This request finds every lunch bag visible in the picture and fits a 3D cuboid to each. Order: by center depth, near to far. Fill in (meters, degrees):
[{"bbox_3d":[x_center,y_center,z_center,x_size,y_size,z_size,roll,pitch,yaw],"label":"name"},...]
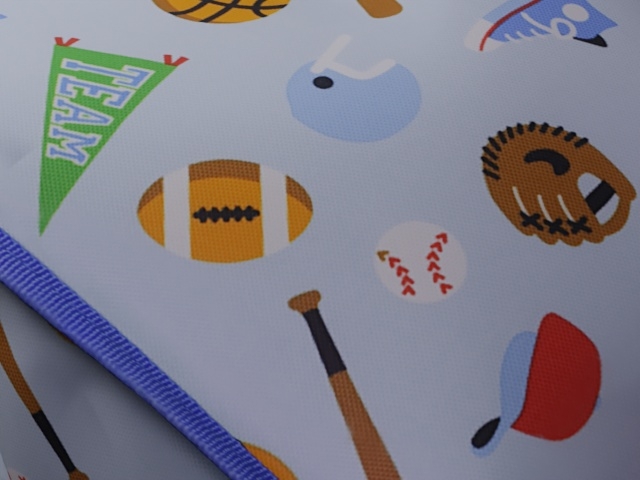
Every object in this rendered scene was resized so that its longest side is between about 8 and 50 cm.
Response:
[{"bbox_3d":[0.000,0.000,0.669,0.385,0.239,0.328,41,53,15],"label":"lunch bag"}]
